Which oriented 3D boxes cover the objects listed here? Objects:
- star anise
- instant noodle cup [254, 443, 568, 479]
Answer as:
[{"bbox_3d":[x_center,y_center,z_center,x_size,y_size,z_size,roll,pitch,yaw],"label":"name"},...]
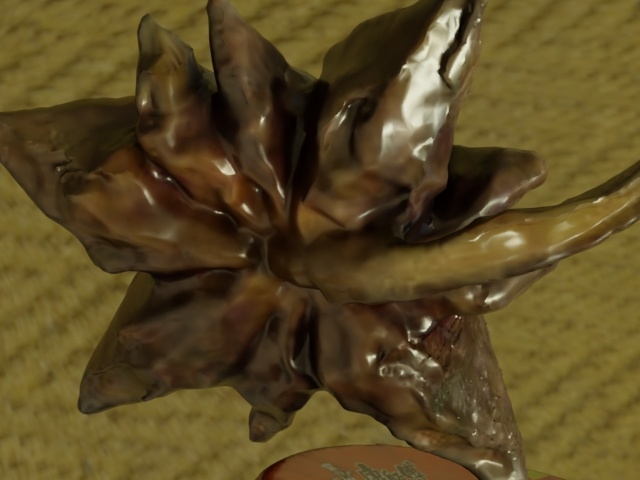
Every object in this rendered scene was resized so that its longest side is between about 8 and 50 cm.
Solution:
[{"bbox_3d":[0.000,0.000,0.888,0.349,0.292,0.109,11,47,9],"label":"star anise"},{"bbox_3d":[0.069,0.232,0.917,0.250,0.250,0.192,9,103,-13],"label":"instant noodle cup"}]
